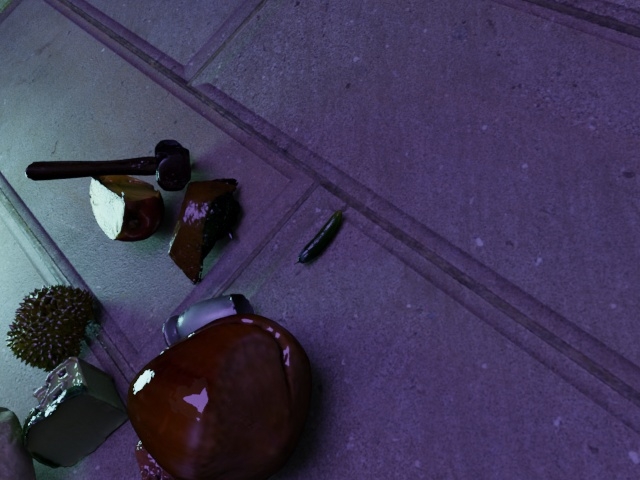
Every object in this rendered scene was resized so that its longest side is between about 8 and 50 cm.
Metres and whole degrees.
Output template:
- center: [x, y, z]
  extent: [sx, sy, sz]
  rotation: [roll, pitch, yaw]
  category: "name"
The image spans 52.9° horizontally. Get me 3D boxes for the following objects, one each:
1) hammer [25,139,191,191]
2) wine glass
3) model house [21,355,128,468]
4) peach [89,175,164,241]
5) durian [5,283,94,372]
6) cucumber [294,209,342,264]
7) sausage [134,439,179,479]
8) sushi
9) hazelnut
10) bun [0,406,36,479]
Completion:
- center: [-0.538, -0.185, 1.667]
  extent: [0.409, 0.095, 0.242]
  rotation: [-6, 21, -15]
  category: "hammer"
- center: [-0.255, 0.191, 1.469]
  extent: [0.204, 0.111, 0.111]
  rotation: [-22, 56, 21]
  category: "wine glass"
- center: [-0.602, 0.384, 1.507]
  extent: [0.214, 0.195, 0.189]
  rotation: [-42, 45, 2]
  category: "model house"
- center: [-0.522, -0.085, 1.735]
  extent: [0.267, 0.159, 0.154]
  rotation: [27, 110, 42]
  category: "peach"
- center: [-0.699, 0.221, 1.658]
  extent: [0.200, 0.176, 0.237]
  rotation: [26, 89, 56]
  category: "durian"
- center: [0.000, 0.000, 1.486]
  extent: [0.039, 0.039, 0.168]
  rotation: [33, 80, 37]
  category: "cucumber"
- center: [-0.262, 0.519, 1.249]
  extent: [0.087, 0.079, 0.326]
  rotation: [-31, 74, -28]
  category: "sausage"
- center: [-0.285, -0.044, 1.607]
  extent: [0.149, 0.140, 0.287]
  rotation: [-33, 42, 57]
  category: "sushi"
- center: [-0.191, 0.305, 1.248]
  extent: [0.372, 0.372, 0.315]
  rotation: [8, 107, 31]
  category: "hazelnut"
- center: [-0.819, 0.557, 1.463]
  extent: [0.352, 0.227, 0.349]
  rotation: [-8, 74, 39]
  category: "bun"
